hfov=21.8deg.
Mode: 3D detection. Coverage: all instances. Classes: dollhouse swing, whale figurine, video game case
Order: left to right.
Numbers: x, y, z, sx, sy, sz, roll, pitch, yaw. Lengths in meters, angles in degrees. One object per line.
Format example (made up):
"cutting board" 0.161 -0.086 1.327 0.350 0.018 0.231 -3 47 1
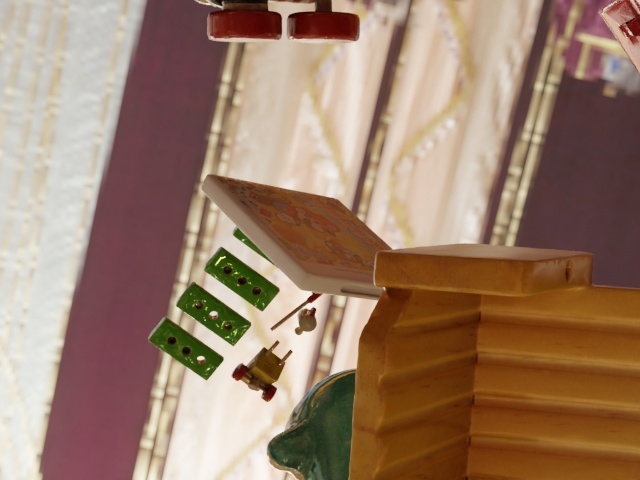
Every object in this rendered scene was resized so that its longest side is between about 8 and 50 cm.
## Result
"video game case" 0.000 0.000 1.895 0.206 0.026 0.227 10 -156 -41
"whale figurine" 0.051 0.245 1.747 0.216 0.141 0.272 26 -144 -10
"dollhouse swing" 0.221 0.190 1.361 0.305 0.346 0.315 6 -176 24

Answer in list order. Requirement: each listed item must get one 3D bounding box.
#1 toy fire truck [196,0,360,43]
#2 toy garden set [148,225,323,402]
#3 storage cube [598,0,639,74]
"toy fire truck" -0.094 -0.353 2.275 0.302 0.169 0.254 -3 -176 -33
"toy garden set" -0.098 0.103 2.429 0.204 0.244 0.049 36 -168 -16
"storage cube" 0.457 -0.240 1.833 0.215 0.193 0.184 -35 -178 -12
